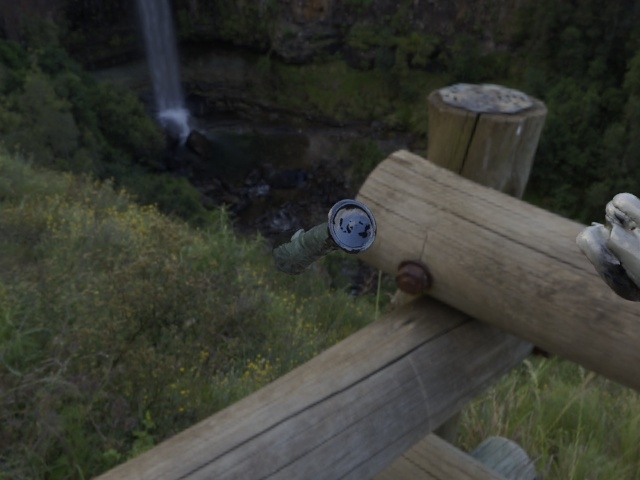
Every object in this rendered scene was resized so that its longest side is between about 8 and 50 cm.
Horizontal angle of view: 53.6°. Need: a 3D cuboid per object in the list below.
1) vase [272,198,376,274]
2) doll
[{"bbox_3d":[0.000,0.000,0.714,0.059,0.059,0.167,-15,-3,-26],"label":"vase"},{"bbox_3d":[0.378,-0.018,0.677,0.149,0.192,0.095,40,7,-19],"label":"doll"}]
